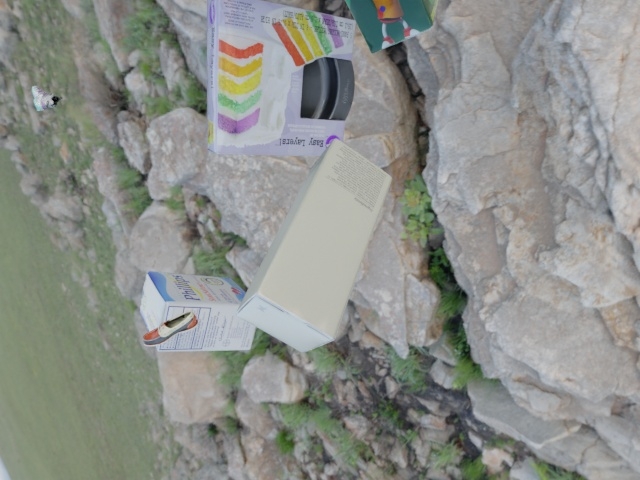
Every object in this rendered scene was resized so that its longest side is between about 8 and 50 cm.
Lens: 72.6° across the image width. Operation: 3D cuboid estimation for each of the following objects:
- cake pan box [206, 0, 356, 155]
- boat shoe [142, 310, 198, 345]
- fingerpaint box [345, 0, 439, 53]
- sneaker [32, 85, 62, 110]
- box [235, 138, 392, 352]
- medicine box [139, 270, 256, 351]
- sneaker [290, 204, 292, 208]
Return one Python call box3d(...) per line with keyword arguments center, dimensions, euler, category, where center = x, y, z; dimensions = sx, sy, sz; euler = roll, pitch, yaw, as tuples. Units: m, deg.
box3d(center=(-0.065, -0.273, 0.767), dimensions=(0.070, 0.266, 0.246), euler=(34, 122, 53), category="cake pan box")
box3d(center=(-0.367, 0.212, 1.057), dimensions=(0.049, 0.136, 0.043), euler=(-123, 16, -47), category="boat shoe")
box3d(center=(0.147, -0.720, 0.970), dimensions=(0.163, 0.445, 0.371), euler=(-9, 136, 34), category="fingerpaint box")
box3d(center=(-0.751, -0.395, 1.201), dimensions=(0.098, 0.069, 0.038), euler=(61, 155, 28), category="sneaker")
box3d(center=(0.000, 0.000, 0.593), dimensions=(0.113, 0.275, 0.094), euler=(33, 146, -11), category="box")
box3d(center=(-0.376, 0.215, 1.341), dimensions=(0.263, 0.289, 0.149), euler=(26, 104, 54), category="medicine box")
box3d(center=(-0.054, -0.036, 1.155), dimensions=(0.057, 0.052, 0.136), euler=(5, 107, 21), category="sneaker")
